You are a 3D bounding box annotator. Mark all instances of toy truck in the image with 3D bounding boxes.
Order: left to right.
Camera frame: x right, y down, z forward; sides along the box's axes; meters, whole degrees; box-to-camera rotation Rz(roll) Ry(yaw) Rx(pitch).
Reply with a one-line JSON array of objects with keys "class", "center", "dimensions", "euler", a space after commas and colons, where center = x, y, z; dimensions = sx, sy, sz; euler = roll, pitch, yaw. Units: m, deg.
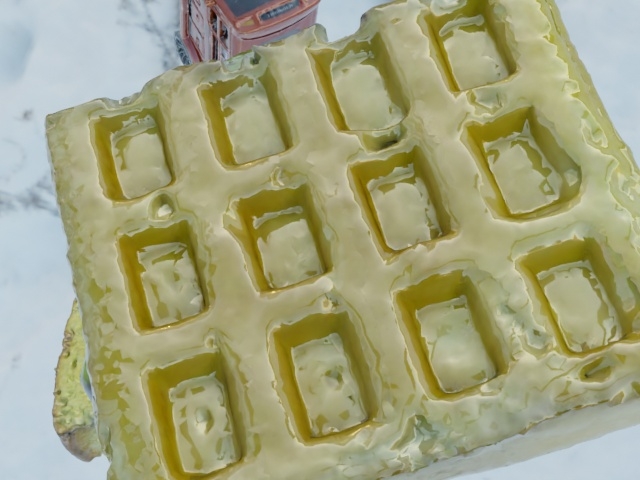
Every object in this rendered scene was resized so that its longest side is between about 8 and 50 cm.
[{"class": "toy truck", "center": [-0.061, -0.202, 1.182], "dimensions": [0.107, 0.252, 0.114], "euler": [-25, 71, -15]}]

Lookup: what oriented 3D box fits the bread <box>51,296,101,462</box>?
[{"class": "bread", "center": [-0.154, 0.093, 1.060], "dimensions": [0.103, 0.065, 0.187], "euler": [-18, 34, 8]}]

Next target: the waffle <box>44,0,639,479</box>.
[{"class": "waffle", "center": [0.017, 0.004, 0.579], "dimensions": [0.248, 0.055, 0.221], "euler": [-17, 60, 1]}]

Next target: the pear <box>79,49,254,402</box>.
[{"class": "pear", "center": [0.000, 0.000, 0.797], "dimensions": [0.238, 0.164, 0.255], "euler": [-1, 69, 30]}]
